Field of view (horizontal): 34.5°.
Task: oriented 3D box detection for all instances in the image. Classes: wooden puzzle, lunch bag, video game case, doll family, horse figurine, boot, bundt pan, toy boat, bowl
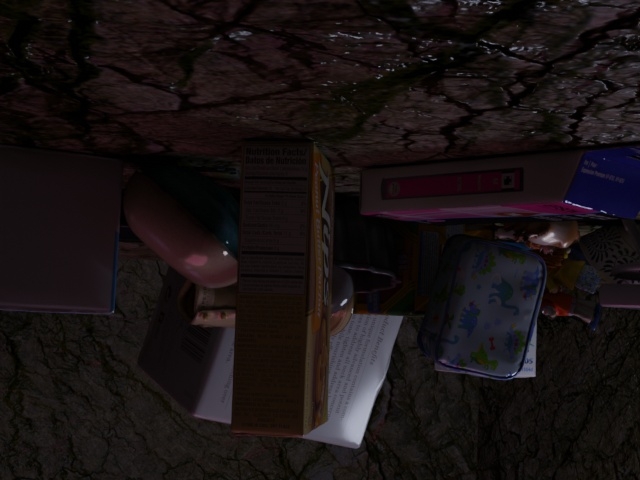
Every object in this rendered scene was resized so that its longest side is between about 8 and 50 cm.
[{"bbox_3d":[-0.134,-0.089,1.368,0.049,0.006,0.083,3,175,2],"label":"wooden puzzle"},{"bbox_3d":[0.263,0.109,1.659,0.176,0.219,0.090,12,-177,-17],"label":"lunch bag"},{"bbox_3d":[0.584,0.083,1.428,0.328,0.036,0.300,0,176,28],"label":"video game case"},{"bbox_3d":[0.434,0.036,1.827,0.163,0.118,0.263,19,-150,11],"label":"doll family"},{"bbox_3d":[0.329,-0.020,1.624,0.263,0.066,0.174,10,177,-44],"label":"horse figurine"},{"bbox_3d":[-0.085,0.087,1.526,0.203,0.095,0.262,8,170,-27],"label":"boot"},{"bbox_3d":[-0.034,0.007,1.659,0.330,0.124,0.331,1,170,0],"label":"bundt pan"},{"bbox_3d":[-0.112,0.011,1.367,0.318,0.148,0.267,41,175,3],"label":"toy boat"},{"bbox_3d":[0.534,0.023,1.765,0.170,0.080,0.170,27,-151,-16],"label":"bowl"}]

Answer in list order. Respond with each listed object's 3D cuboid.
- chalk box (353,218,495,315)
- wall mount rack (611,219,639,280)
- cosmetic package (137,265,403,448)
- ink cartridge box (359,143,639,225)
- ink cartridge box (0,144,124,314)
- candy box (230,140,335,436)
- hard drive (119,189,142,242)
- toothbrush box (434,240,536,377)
[{"bbox_3d":[0.150,0.047,1.834,0.179,0.180,0.289,5,174,-32],"label":"chalk box"},{"bbox_3d":[0.571,0.002,1.445,0.349,0.131,0.304,3,172,1],"label":"wall mount rack"},{"bbox_3d":[-0.102,0.190,2.097,0.393,0.330,0.327,18,-179,-30],"label":"cosmetic package"},{"bbox_3d":[0.240,-0.059,1.218,0.370,0.069,0.175,-5,172,42],"label":"ink cartridge box"},{"bbox_3d":[-0.394,-0.006,1.355,0.197,0.198,0.270,5,174,-27],"label":"ink cartridge box"},{"bbox_3d":[-0.038,0.057,1.183,0.087,0.317,0.183,1,175,8],"label":"candy box"},{"bbox_3d":[-0.291,-0.036,1.767,0.236,0.064,0.339,2,175,6],"label":"hard drive"},{"bbox_3d":[0.369,0.153,2.313,0.126,0.296,0.216,6,174,-32],"label":"toothbrush box"}]
